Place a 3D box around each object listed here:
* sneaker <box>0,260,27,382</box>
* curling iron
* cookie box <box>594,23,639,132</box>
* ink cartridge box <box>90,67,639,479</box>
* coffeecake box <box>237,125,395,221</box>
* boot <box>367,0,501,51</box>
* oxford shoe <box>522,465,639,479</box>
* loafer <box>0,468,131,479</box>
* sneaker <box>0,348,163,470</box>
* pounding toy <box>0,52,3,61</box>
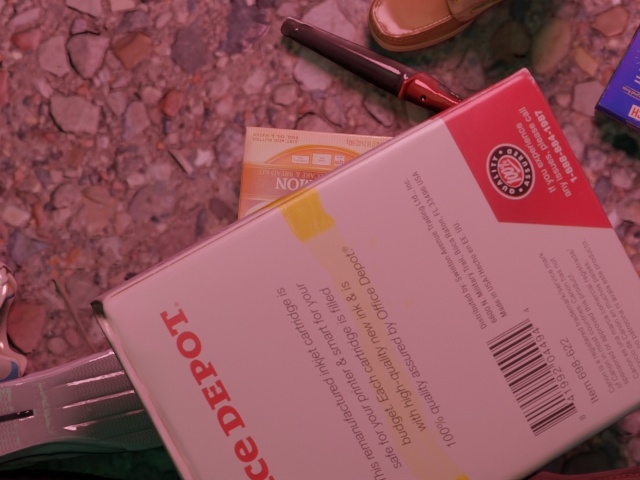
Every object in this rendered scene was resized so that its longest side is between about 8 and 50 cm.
[{"bbox_3d":[-0.324,0.025,1.436,0.092,0.087,0.228,-11,93,-1],"label":"sneaker"},{"bbox_3d":[0.080,-0.122,1.414,0.274,0.035,0.068,34,91,7],"label":"curling iron"},{"bbox_3d":[0.303,-0.141,1.385,0.092,0.040,0.107,29,90,6],"label":"cookie box"},{"bbox_3d":[0.046,0.079,1.273,0.385,0.160,0.279,-28,94,-11],"label":"ink cartridge box"},{"bbox_3d":[0.000,0.000,1.401,0.142,0.068,0.185,4,88,5],"label":"coffeecake box"},{"bbox_3d":[0.131,-0.240,1.348,0.213,0.165,0.077,-28,83,3],"label":"boot"},{"bbox_3d":[0.146,0.238,1.222,0.271,0.098,0.097,-17,116,29],"label":"oxford shoe"},{"bbox_3d":[-0.196,0.270,1.376,0.366,0.134,0.130,2,87,7],"label":"loafer"},{"bbox_3d":[-0.219,0.148,1.413,0.258,0.091,0.094,-4,81,-14],"label":"sneaker"},{"bbox_3d":[-0.348,-0.243,1.434,0.100,0.130,0.141,9,88,19],"label":"pounding toy"}]
